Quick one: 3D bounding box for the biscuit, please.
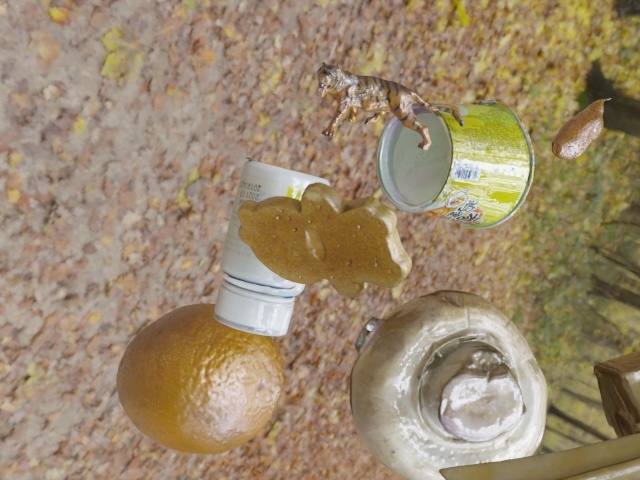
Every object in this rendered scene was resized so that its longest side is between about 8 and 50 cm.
[{"bbox_3d":[0.000,0.000,0.896,0.036,0.226,0.165,-56,132,-42],"label":"biscuit"}]

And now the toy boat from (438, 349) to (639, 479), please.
[{"bbox_3d":[0.314,0.142,0.565,0.446,0.162,0.136,-18,144,0],"label":"toy boat"}]

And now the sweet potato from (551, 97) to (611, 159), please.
[{"bbox_3d":[0.412,-0.178,1.132,0.195,0.056,0.056,-41,149,-38],"label":"sweet potato"}]

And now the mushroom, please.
[{"bbox_3d":[0.151,0.180,0.885,0.254,0.255,0.184,-63,-171,1],"label":"mushroom"}]

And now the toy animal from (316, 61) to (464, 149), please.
[{"bbox_3d":[0.115,-0.231,1.222,0.114,0.256,0.116,-89,-173,-61],"label":"toy animal"}]

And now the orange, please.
[{"bbox_3d":[-0.261,0.291,1.540,0.322,0.357,0.321,22,64,-54],"label":"orange"}]

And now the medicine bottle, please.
[{"bbox_3d":[-0.082,0.011,1.153,0.143,0.144,0.257,5,102,-66],"label":"medicine bottle"}]

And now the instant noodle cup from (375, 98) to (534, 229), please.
[{"bbox_3d":[0.245,-0.149,1.405,0.200,0.264,0.264,-1,118,-37],"label":"instant noodle cup"}]
